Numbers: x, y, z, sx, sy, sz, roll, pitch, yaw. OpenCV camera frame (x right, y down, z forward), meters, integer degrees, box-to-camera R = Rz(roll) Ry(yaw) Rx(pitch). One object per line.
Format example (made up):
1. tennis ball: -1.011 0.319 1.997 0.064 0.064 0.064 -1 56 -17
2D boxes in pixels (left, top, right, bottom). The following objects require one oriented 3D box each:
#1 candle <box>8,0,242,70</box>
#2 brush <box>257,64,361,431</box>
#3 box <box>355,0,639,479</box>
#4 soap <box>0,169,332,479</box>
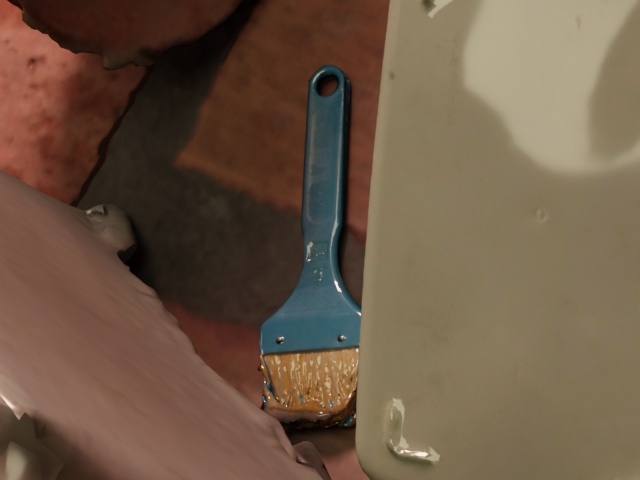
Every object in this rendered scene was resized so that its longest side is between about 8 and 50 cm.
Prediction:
1. candle: -0.086 -0.252 0.628 0.131 0.287 0.317 32 90 37
2. brush: 0.000 0.000 0.643 0.051 0.014 0.164 -7 68 23
3. box: 0.093 -0.006 0.506 0.148 0.129 0.210 5 91 28
4. soap: -0.218 0.175 0.536 0.435 0.213 0.350 -49 45 4
